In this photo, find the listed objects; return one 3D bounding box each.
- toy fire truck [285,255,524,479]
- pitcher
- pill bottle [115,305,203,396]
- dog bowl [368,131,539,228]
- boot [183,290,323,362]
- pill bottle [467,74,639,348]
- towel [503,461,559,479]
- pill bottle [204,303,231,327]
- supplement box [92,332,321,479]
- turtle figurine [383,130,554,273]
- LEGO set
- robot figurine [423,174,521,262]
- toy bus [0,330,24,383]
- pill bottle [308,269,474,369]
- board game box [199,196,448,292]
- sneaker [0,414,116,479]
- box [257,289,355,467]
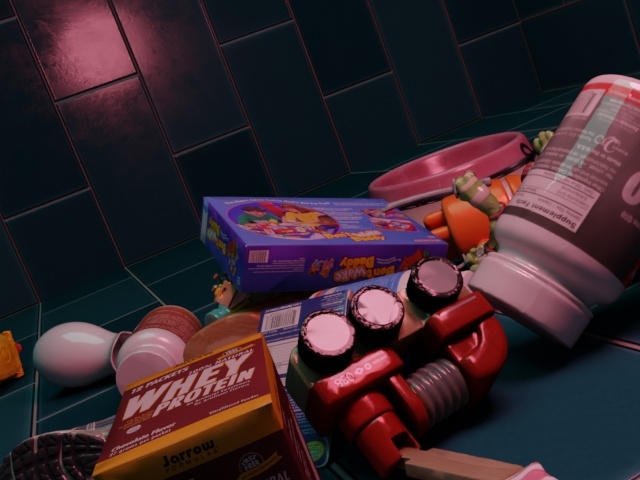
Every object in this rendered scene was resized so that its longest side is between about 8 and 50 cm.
[{"bbox_3d":[0.113,0.151,0.800,0.217,0.246,0.158,-24,-31,-26],"label":"toy fire truck"},{"bbox_3d":[-0.431,0.219,1.569,0.207,0.125,0.178,-5,-5,23],"label":"pitcher"},{"bbox_3d":[-0.262,0.189,1.315,0.121,0.121,0.216,-20,9,4],"label":"pill bottle"},{"bbox_3d":[0.281,-0.102,1.690,0.408,0.150,0.408,-20,9,3],"label":"dog bowl"},{"bbox_3d":[-0.077,0.140,1.318,0.295,0.104,0.211,-18,4,-8],"label":"boot"},{"bbox_3d":[0.302,-0.029,0.920,0.283,0.161,0.161,-57,14,-2],"label":"pill bottle"},{"bbox_3d":[0.146,0.221,0.559,0.144,0.029,0.197,-23,14,-16],"label":"towel"},{"bbox_3d":[-0.128,0.127,1.473,0.160,0.087,0.087,-28,13,-36],"label":"pill bottle"},{"bbox_3d":[-0.067,0.203,0.634,0.129,0.194,0.191,-22,10,-3],"label":"supplement box"},{"bbox_3d":[0.249,-0.044,1.213,0.266,0.197,0.275,-45,25,-27],"label":"turtle figurine"},{"bbox_3d":[-0.125,0.063,1.370,0.132,0.107,0.287,-44,-14,30],"label":"LEGO set"},{"bbox_3d":[0.291,-0.034,1.379,0.219,0.128,0.158,-20,2,9],"label":"robot figurine"},{"bbox_3d":[-0.795,0.289,1.853,0.220,0.149,0.211,-21,-3,15],"label":"toy bus"},{"bbox_3d":[0.097,0.104,1.034,0.222,0.124,0.124,-16,11,30],"label":"pill bottle"},{"bbox_3d":[0.000,0.000,1.341,0.347,0.078,0.233,0,21,-24],"label":"board game box"},{"bbox_3d":[-0.257,0.271,1.013,0.283,0.110,0.122,-18,-8,2],"label":"sneaker"},{"bbox_3d":[-0.027,0.172,0.957,0.136,0.036,0.225,-15,46,30],"label":"box"}]
